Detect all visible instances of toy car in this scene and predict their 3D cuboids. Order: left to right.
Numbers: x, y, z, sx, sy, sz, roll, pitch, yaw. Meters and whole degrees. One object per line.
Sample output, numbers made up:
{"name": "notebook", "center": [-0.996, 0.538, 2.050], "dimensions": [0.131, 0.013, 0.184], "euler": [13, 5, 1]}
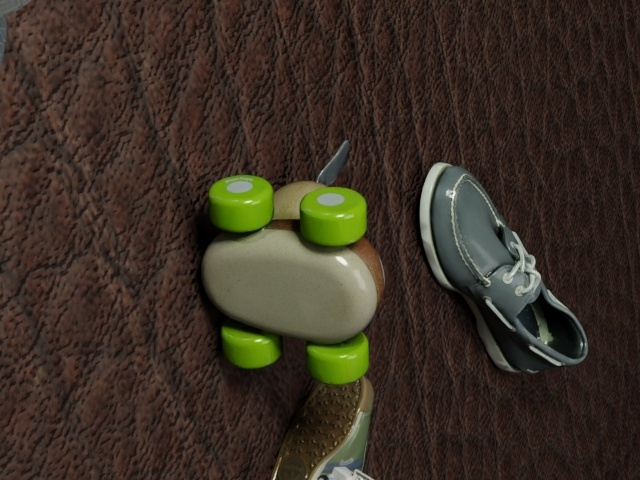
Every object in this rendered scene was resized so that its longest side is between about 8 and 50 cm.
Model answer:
{"name": "toy car", "center": [0.000, 0.000, 1.069], "dimensions": [0.188, 0.148, 0.155], "euler": [-52, 146, -55]}

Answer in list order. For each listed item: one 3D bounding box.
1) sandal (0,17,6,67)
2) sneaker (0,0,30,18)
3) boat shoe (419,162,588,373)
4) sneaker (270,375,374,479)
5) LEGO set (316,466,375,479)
{"name": "sandal", "center": [-0.251, -0.050, 0.779], "dimensions": [0.097, 0.054, 0.255], "euler": [46, 45, -47]}
{"name": "sneaker", "center": [-0.297, -0.229, 0.649], "dimensions": [0.315, 0.127, 0.182], "euler": [11, 57, -38]}
{"name": "boat shoe", "center": [0.202, 0.033, 1.376], "dimensions": [0.319, 0.099, 0.116], "euler": [58, 49, -40]}
{"name": "sneaker", "center": [0.005, 0.215, 1.145], "dimensions": [0.086, 0.064, 0.192], "euler": [47, 62, -44]}
{"name": "LEGO set", "center": [-0.012, 0.298, 1.070], "dimensions": [0.182, 0.060, 0.244], "euler": [-41, 135, -21]}
